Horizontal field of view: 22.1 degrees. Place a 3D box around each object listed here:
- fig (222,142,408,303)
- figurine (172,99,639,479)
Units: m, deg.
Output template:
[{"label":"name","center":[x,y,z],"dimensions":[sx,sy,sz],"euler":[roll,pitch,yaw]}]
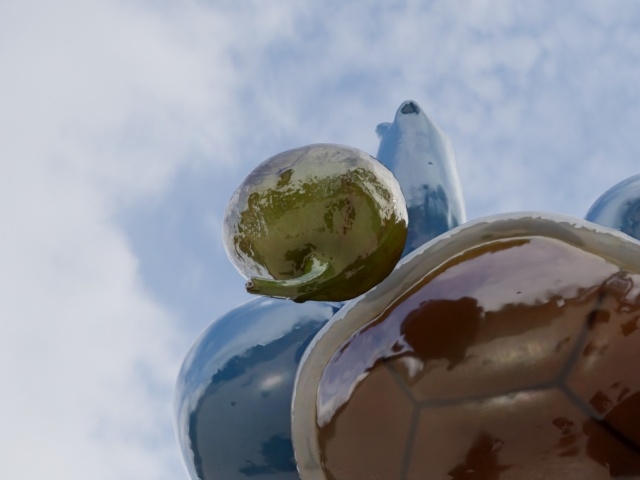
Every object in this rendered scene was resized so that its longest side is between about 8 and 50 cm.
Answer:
[{"label":"fig","center":[0.000,0.000,0.757],"dimensions":[0.084,0.098,0.082],"euler":[15,-59,-16]},{"label":"figurine","center":[0.119,0.092,0.831],"dimensions":[0.416,0.243,0.298],"euler":[7,-53,48]}]
